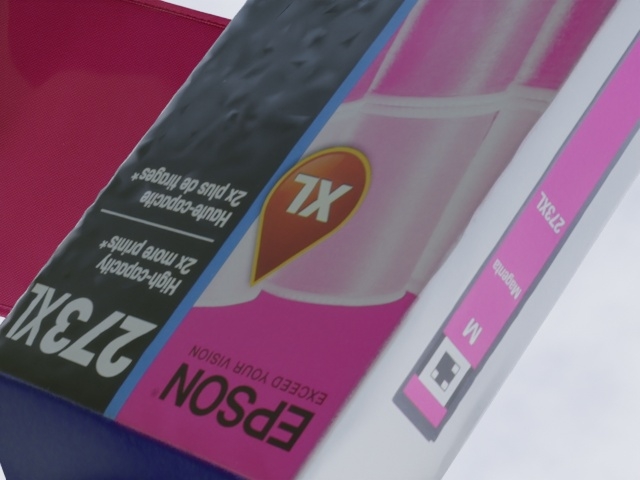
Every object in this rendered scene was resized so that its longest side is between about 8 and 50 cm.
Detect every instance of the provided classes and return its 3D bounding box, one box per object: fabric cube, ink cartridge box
[{"bbox_3d":[-0.160,-0.047,1.565,0.254,0.259,0.258,14,-95,-4],"label":"fabric cube"},{"bbox_3d":[0.000,0.000,0.694,0.176,0.371,0.069,16,-24,46],"label":"ink cartridge box"}]
